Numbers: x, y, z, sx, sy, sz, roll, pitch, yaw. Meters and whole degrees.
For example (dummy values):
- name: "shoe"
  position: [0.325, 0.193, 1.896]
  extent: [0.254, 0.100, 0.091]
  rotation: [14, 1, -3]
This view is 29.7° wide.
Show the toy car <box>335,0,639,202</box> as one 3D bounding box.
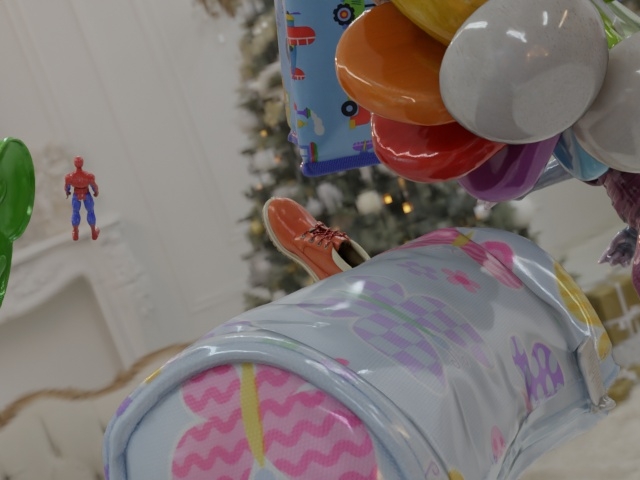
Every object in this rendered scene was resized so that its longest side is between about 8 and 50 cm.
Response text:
- name: "toy car"
  position: [0.090, -0.081, 0.584]
  extent: [0.182, 0.136, 0.159]
  rotation: [9, 36, -31]

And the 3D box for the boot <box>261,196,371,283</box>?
- name: "boot"
  position: [0.000, 0.000, 1.375]
  extent: [0.059, 0.158, 0.084]
  rotation: [-38, -9, -31]

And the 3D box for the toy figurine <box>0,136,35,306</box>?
- name: "toy figurine"
  position: [-0.292, -0.012, 0.785]
  extent: [0.159, 0.130, 0.173]
  rotation: [4, 36, 10]

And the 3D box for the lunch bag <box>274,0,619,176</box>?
- name: "lunch bag"
  position: [0.112, -0.192, 1.021]
  extent: [0.293, 0.221, 0.138]
  rotation: [-7, 20, -5]

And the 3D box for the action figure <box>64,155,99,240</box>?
- name: "action figure"
  position: [-0.266, -0.049, 1.344]
  extent: [0.038, 0.115, 0.030]
  rotation: [2, 47, -5]

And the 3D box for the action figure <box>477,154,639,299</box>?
- name: "action figure"
  position: [0.344, -0.053, 1.196]
  extent: [0.276, 0.370, 0.248]
  rotation: [-43, -26, 28]

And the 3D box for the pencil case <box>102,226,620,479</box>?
- name: "pencil case"
  position: [0.034, 0.069, 0.472]
  extent: [0.124, 0.113, 0.273]
  rotation: [33, 19, 18]
